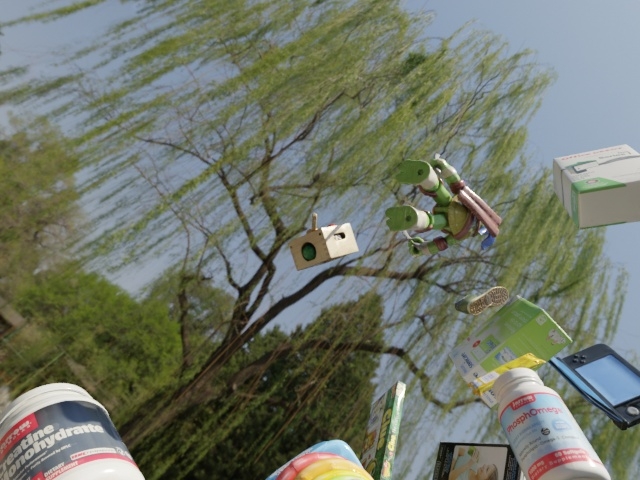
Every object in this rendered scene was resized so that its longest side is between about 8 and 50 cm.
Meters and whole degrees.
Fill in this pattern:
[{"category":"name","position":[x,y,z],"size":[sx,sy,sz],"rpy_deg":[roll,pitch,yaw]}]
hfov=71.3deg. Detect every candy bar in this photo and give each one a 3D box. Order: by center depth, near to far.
[{"category":"candy bar","position":[0.356,0.256,0.860],"size":[0.040,0.161,0.018],"rpy_deg":[-144,-145,-66]}]

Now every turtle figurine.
[{"category":"turtle figurine","position":[0.217,-0.071,0.946],"size":[0.198,0.266,0.275],"rpy_deg":[-49,-126,21]}]

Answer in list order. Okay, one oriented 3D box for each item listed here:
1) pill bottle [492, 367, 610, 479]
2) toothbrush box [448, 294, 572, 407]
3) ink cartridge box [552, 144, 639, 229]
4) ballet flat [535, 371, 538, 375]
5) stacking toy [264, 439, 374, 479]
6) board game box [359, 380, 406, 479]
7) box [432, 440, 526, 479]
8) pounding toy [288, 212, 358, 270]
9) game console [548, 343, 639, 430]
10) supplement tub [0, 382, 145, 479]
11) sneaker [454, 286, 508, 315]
[{"category":"pill bottle","position":[0.282,0.245,0.568],"size":[0.087,0.160,0.087],"rpy_deg":[-2,-60,-3]},{"category":"toothbrush box","position":[0.529,0.309,1.281],"size":[0.122,0.283,0.206],"rpy_deg":[46,7,1]},{"category":"ink cartridge box","position":[0.607,-0.119,0.954],"size":[0.160,0.219,0.093],"rpy_deg":[-10,-65,18]},{"category":"ballet flat","position":[0.697,0.508,1.504],"size":[0.070,0.188,0.070],"rpy_deg":[37,-26,22]},{"category":"stacking toy","position":[0.030,0.330,0.502],"size":[0.166,0.175,0.302],"rpy_deg":[59,-25,13]},{"category":"board game box","position":[0.139,0.466,1.045],"size":[0.030,0.260,0.136],"rpy_deg":[33,-54,-3]},{"category":"box","position":[0.367,0.469,0.872],"size":[0.169,0.087,0.290],"rpy_deg":[25,-27,-4]},{"category":"pounding toy","position":[0.000,0.000,1.022],"size":[0.130,0.141,0.100],"rpy_deg":[-23,-98,39]},{"category":"game console","position":[0.807,0.378,1.302],"size":[0.293,0.250,0.174],"rpy_deg":[-112,178,-67]},{"category":"supplement tub","position":[-0.426,0.382,0.739],"size":[0.272,0.191,0.191],"rpy_deg":[24,-39,44]},{"category":"sneaker","position":[0.512,0.190,1.436],"size":[0.086,0.192,0.065],"rpy_deg":[-7,-84,58]}]
